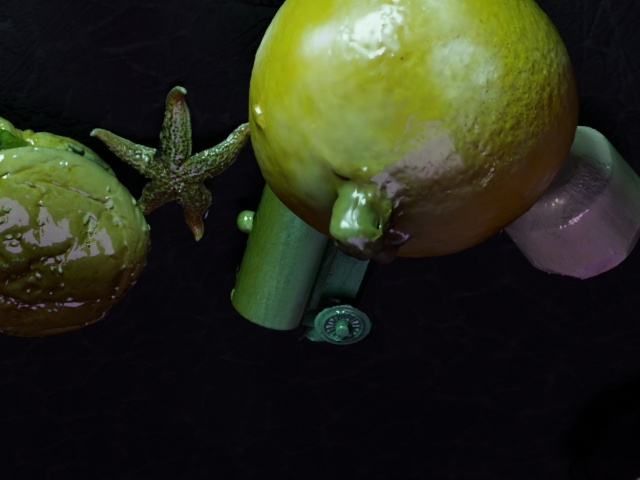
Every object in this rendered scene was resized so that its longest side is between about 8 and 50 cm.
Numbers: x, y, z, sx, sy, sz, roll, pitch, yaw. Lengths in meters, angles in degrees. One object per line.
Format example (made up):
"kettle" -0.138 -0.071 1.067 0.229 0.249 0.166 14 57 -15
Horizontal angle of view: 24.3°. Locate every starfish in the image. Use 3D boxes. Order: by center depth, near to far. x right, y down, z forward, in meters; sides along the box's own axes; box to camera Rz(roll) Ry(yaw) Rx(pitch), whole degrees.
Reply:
"starfish" -0.176 -0.089 1.669 0.176 0.053 0.208 18 125 -12

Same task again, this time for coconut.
"coconut" 0.289 -0.035 1.711 0.171 0.171 0.183 -26 131 17

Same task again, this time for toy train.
"toy train" -0.002 0.006 1.729 0.189 0.126 0.307 6 135 -14

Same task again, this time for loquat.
"loquat" 0.078 -0.117 1.462 0.328 0.359 0.328 15 140 13

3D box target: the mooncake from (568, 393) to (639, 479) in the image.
"mooncake" 0.500 0.319 2.119 0.283 0.141 0.283 -12 139 -10

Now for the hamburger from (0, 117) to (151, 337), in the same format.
"hamburger" -0.338 -0.002 1.656 0.285 0.134 0.265 16 140 -27
